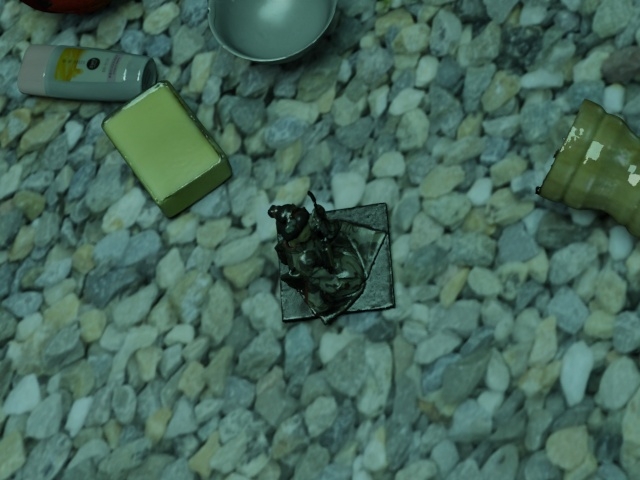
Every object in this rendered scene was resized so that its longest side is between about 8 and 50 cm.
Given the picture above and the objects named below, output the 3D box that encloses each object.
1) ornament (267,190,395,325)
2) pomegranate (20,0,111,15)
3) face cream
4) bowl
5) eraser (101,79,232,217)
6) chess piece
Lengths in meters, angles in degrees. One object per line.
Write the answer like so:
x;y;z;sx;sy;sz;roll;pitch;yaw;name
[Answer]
0.000;0.000;1.733;0.153;0.196;0.166;-9;65;10;ornament
-0.364;-0.431;2.018;0.235;0.210;0.210;-6;56;-35;pomegranate
-0.339;-0.243;1.998;0.198;0.057;0.084;6;67;15;face cream
-0.061;-0.314;1.951;0.189;0.086;0.189;-4;65;9;bowl
-0.214;-0.129;1.916;0.117;0.058;0.172;-36;63;-5;eraser
0.429;-0.053;1.711;0.301;0.137;0.137;28;75;10;chess piece
